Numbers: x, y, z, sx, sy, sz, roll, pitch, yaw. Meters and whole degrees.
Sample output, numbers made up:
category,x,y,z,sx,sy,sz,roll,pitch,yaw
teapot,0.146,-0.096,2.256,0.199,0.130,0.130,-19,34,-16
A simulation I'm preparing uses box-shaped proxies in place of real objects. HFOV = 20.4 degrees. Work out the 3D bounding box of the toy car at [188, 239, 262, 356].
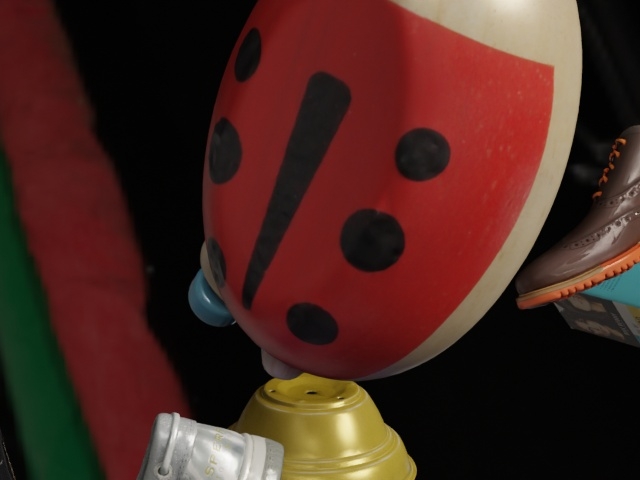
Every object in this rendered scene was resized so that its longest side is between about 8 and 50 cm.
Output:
category,x,y,z,sx,sy,sz,roll,pitch,yaw
toy car,0.000,0.000,2.020,0.210,0.238,0.219,37,-35,-1

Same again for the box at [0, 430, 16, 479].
category,x,y,z,sx,sy,sz,roll,pitch,yaw
box,-0.338,0.185,1.420,0.295,0.073,0.293,-66,141,-70

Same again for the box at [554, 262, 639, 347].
category,x,y,z,sx,sy,sz,roll,pitch,yaw
box,0.364,0.074,1.929,0.244,0.100,0.060,15,-116,43

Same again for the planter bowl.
category,x,y,z,sx,sy,sz,roll,pitch,yaw
planter bowl,-0.010,0.190,1.802,0.217,0.217,0.090,23,-63,53

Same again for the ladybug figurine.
category,x,y,z,sx,sy,sz,roll,pitch,yaw
ladybug figurine,0.034,-0.078,1.424,0.305,0.162,0.449,29,-69,27

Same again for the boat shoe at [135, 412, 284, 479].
category,x,y,z,sx,sy,sz,roll,pitch,yaw
boat shoe,-0.139,0.237,1.300,0.320,0.103,0.118,-51,-160,40

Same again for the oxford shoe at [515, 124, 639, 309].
category,x,y,z,sx,sy,sz,roll,pitch,yaw
oxford shoe,0.263,-0.038,1.514,0.098,0.271,0.097,55,-11,-1
